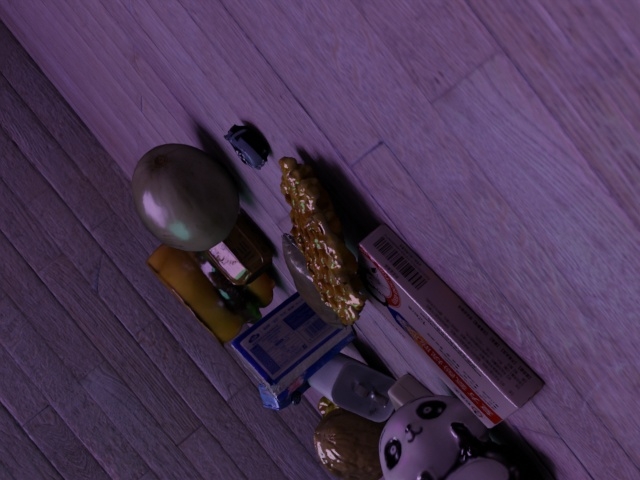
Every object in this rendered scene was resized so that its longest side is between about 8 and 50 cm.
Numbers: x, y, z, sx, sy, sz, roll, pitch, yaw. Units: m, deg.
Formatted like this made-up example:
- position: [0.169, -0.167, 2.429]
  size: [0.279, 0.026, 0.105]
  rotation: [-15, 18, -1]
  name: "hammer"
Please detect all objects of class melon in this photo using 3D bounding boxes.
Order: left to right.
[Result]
- position: [-0.338, -0.106, 1.822]
  size: [0.308, 0.272, 0.272]
  rotation: [50, 168, -29]
  name: "melon"

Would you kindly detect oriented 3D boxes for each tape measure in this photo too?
- position: [-0.144, -0.187, 1.431]
  size: [0.094, 0.054, 0.091]
  rotation: [38, 167, 48]
  name: "tape measure"

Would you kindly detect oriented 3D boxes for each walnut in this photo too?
- position: [0.094, 0.559, 1.992]
  size: [0.245, 0.198, 0.198]
  rotation: [20, 172, -14]
  name: "walnut"

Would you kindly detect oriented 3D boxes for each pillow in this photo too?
- position: [-0.012, 0.103, 1.707]
  size: [0.185, 0.075, 0.302]
  rotation: [43, 165, 22]
  name: "pillow"

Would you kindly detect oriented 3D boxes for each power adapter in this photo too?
- position: [0.095, 0.379, 1.891]
  size: [0.187, 0.124, 0.255]
  rotation: [26, 173, -19]
  name: "power adapter"

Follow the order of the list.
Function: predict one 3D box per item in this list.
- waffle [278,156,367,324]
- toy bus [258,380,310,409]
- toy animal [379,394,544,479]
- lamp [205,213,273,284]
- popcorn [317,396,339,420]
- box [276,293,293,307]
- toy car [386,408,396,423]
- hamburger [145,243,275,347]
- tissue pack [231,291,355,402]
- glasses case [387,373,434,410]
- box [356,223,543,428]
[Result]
- position: [0.000, 0.000, 1.303]
  size: [0.302, 0.068, 0.325]
  rotation: [-165, 56, -81]
  name: "waffle"
- position: [-0.062, 0.376, 1.999]
  size: [0.079, 0.236, 0.094]
  rotation: [9, 121, 41]
  name: "toy bus"
- position: [0.258, 0.446, 1.416]
  size: [0.310, 0.251, 0.251]
  rotation: [45, 166, 38]
  name: "toy animal"
- position: [-0.231, 0.026, 2.033]
  size: [0.185, 0.161, 0.161]
  rotation: [47, 165, 10]
  name: "lamp"
- position: [0.111, 0.609, 2.430]
  size: [0.286, 0.173, 0.225]
  rotation: [56, 154, 24]
  name: "popcorn"
- position: [-0.034, 0.256, 2.158]
  size: [0.194, 0.073, 0.139]
  rotation: [26, 153, 58]
  name: "box"
- position: [0.213, 0.528, 2.081]
  size: [0.095, 0.056, 0.205]
  rotation: [95, 156, -72]
  name: "toy car"
- position: [-0.336, 0.100, 2.277]
  size: [0.396, 0.277, 0.396]
  rotation: [44, 166, 14]
  name: "hamburger"
- position: [-0.068, 0.268, 1.895]
  size: [0.209, 0.269, 0.137]
  rotation: [33, 154, 46]
  name: "tissue pack"
- position: [0.285, 0.438, 1.645]
  size: [0.313, 0.070, 0.131]
  rotation: [38, 161, 42]
  name: "glasses case"
- position: [0.197, 0.149, 1.213]
  size: [0.353, 0.069, 0.214]
  rotation: [48, 166, 18]
  name: "box"
